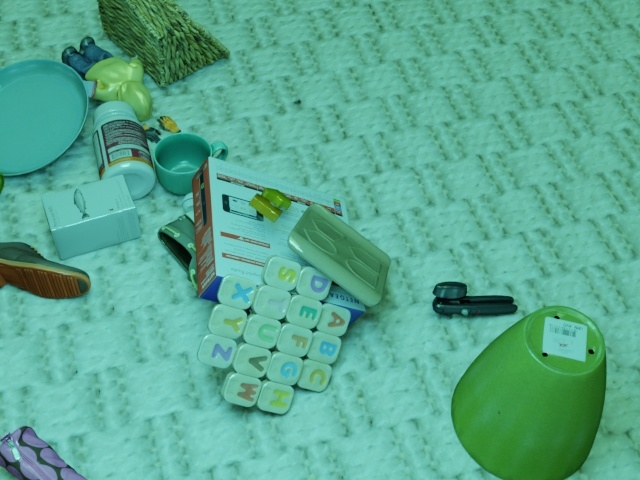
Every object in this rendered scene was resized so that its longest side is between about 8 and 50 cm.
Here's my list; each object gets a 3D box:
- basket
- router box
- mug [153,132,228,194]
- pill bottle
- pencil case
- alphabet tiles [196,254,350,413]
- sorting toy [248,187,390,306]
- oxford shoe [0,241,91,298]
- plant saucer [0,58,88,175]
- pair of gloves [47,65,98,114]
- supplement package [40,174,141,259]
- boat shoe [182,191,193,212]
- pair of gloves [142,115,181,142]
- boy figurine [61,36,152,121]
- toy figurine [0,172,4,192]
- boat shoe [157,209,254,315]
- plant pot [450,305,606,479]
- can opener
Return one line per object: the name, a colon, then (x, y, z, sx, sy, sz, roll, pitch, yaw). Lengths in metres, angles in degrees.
basket: (-0.401, -0.576, 2.165, 0.223, 0.213, 0.299, -33, 61, -24)
router box: (-0.088, 0.007, 1.718, 0.335, 0.082, 0.301, 16, 46, -28)
mug: (-0.294, -0.164, 1.924, 0.158, 0.097, 0.129, 8, 52, 1)
pill bottle: (-0.451, -0.207, 1.932, 0.121, 0.121, 0.221, -11, 54, -12)
pencil case: (-0.467, 0.410, 1.466, 0.209, 0.098, 0.095, 31, 56, 18)
alphabet tiles: (-0.080, 0.177, 1.584, 0.278, 0.021, 0.284, 20, 88, -28)
sorting toy: (0.000, 0.000, 1.676, 0.307, 0.041, 0.229, 37, 22, -3)
oxford shoe: (-0.592, 0.047, 1.745, 0.271, 0.097, 0.098, 11, 46, 5)
plant saucer: (-0.683, -0.281, 1.979, 0.318, 0.043, 0.317, -4, 65, 8)
pair of gloves: (-0.617, -0.328, 2.029, 0.159, 0.023, 0.198, 8, 74, 18)
supplement package: (-0.488, -0.050, 1.818, 0.179, 0.105, 0.105, -18, 56, -16)
boat shoe: (-0.199, -0.043, 1.842, 0.226, 0.083, 0.076, 14, 46, 6)
pair of gloves: (-0.387, -0.269, 2.055, 0.083, 0.010, 0.074, -33, 61, -25)
boy figurine: (-0.505, -0.398, 2.098, 0.285, 0.092, 0.177, 37, 60, 22)
toy figurine: (-0.864, -0.074, 1.770, 0.217, 0.191, 0.362, 18, 52, 16)
boat shoe: (-0.235, 0.059, 1.752, 0.091, 0.109, 0.305, -25, 52, -20)
plant pot: (0.393, 0.251, 1.521, 0.275, 0.293, 0.275, 2, 52, -2)
can opener: (0.319, 0.132, 1.760, 0.186, 0.073, 0.059, 8, 43, -9)
